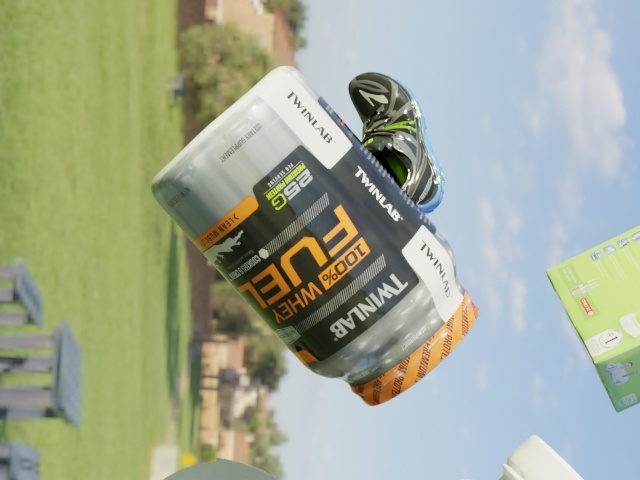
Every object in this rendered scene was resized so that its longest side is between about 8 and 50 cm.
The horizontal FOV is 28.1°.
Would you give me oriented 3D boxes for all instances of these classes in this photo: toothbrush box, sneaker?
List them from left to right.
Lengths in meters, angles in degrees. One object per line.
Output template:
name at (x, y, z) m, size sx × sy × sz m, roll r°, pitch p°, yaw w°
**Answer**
sneaker at (0.074, -0.112, 1.395) m, size 0.067 × 0.078 × 0.188 m, roll -48°, pitch -127°, yaw 41°
toothbrush box at (0.491, 0.081, 1.787) m, size 0.122 × 0.283 × 0.206 m, roll 57°, pitch 9°, yaw -38°

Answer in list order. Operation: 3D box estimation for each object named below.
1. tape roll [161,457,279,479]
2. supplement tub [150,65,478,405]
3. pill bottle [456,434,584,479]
tape roll at (-0.106, 0.394, 1.518) m, size 0.169 × 0.246 × 0.246 m, roll 65°, pitch 26°, yaw -70°
supplement tub at (0.000, 0.000, 1.270) m, size 0.193 × 0.316 × 0.193 m, roll -42°, pitch -174°, yaw 5°
pill bottle at (0.123, 0.340, 1.148) m, size 0.334 × 0.188 × 0.188 m, roll -43°, pitch -178°, yaw -2°
